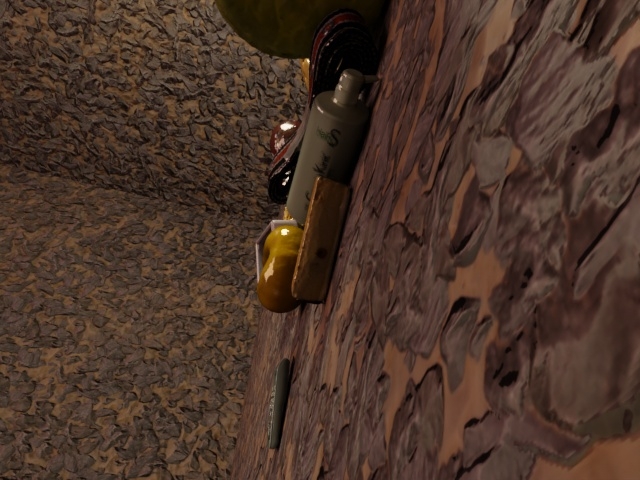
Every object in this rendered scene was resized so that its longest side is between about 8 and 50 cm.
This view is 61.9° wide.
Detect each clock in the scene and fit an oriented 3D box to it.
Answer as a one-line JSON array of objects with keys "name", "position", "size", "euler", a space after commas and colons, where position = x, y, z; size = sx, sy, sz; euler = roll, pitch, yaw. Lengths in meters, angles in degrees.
[{"name": "clock", "position": [-0.108, 0.044, 1.316], "size": [0.197, 0.063, 0.150], "euler": [139, 129, -64]}]

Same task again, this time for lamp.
[{"name": "lamp", "position": [-0.034, -0.189, 1.140], "size": [0.156, 0.134, 0.157], "euler": [55, -169, -59]}]

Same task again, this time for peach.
[{"name": "peach", "position": [-0.072, 0.059, 1.079], "size": [0.179, 0.103, 0.179], "euler": [-169, 90, -86]}]

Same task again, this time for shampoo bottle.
[{"name": "shampoo bottle", "position": [0.013, -0.140, 0.820], "size": [0.085, 0.085, 0.262], "euler": [-85, 10, -46]}]

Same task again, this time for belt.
[{"name": "belt", "position": [-0.002, -0.199, 0.894], "size": [0.094, 0.126, 0.360], "euler": [-88, 13, -48]}]

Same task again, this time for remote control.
[{"name": "remote control", "position": [-0.079, 0.305, 1.004], "size": [0.061, 0.029, 0.162], "euler": [116, 161, -70]}]

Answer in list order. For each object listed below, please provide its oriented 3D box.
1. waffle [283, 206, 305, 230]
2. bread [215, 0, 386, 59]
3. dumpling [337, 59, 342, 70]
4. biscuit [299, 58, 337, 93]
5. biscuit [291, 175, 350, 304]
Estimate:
[{"name": "waffle", "position": [-0.076, -0.030, 1.455], "size": [0.211, 0.055, 0.161], "euler": [133, 147, -76]}, {"name": "bread", "position": [-0.044, -0.491, 0.873], "size": [0.308, 0.348, 0.348], "euler": [-91, 15, -48]}, {"name": "dumpling", "position": [0.011, -0.516, 1.463], "size": [0.166, 0.126, 0.216], "euler": [57, 131, 42]}, {"name": "biscuit", "position": [-0.027, -0.488, 1.278], "size": [0.275, 0.052, 0.355], "euler": [-127, 23, -63]}, {"name": "biscuit", "position": [0.000, 0.000, 0.800], "size": [0.052, 0.056, 0.188], "euler": [-106, 28, -80]}]
